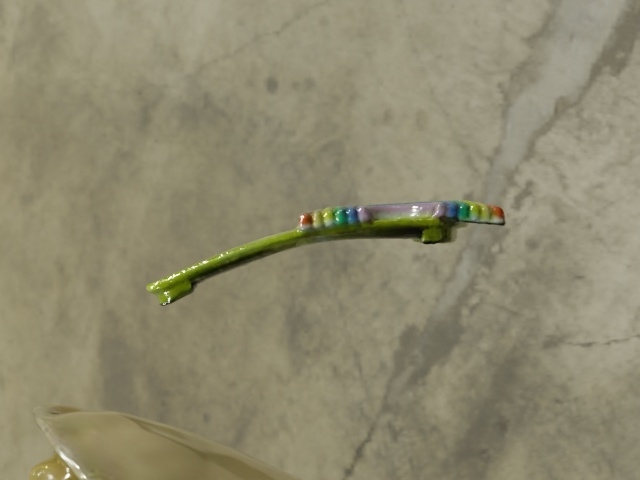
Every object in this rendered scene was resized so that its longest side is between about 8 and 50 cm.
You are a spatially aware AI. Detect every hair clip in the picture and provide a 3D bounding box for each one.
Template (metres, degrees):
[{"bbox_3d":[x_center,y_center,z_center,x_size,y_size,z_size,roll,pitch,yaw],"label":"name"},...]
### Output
[{"bbox_3d":[0.000,0.000,0.618,0.060,0.188,0.033,-151,50,-87],"label":"hair clip"}]

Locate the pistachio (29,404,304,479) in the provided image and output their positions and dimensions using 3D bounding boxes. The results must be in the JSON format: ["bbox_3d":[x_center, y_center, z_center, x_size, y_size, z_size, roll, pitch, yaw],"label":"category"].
[{"bbox_3d":[-0.041,0.151,0.477,0.223,0.152,0.126,35,83,6],"label":"pistachio"}]
